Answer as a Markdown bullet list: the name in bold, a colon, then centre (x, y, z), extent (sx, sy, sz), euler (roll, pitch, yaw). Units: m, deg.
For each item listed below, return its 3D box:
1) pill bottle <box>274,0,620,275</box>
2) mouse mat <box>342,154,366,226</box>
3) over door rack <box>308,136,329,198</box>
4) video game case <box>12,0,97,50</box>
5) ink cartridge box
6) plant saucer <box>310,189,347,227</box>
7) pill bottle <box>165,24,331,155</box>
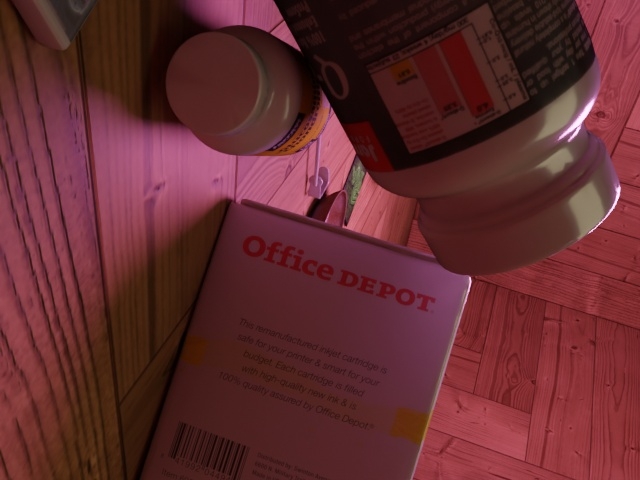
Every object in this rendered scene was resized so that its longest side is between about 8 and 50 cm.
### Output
- **pill bottle**: centre (0.096, -0.165, 0.564), extent (0.363, 0.210, 0.210), euler (60, 31, -18)
- **mouse mat**: centre (0.075, -0.125, 1.506), extent (0.190, 0.007, 0.152), euler (76, 33, -71)
- **over door rack**: centre (0.093, -0.124, 0.971), extent (0.324, 0.239, 0.108), euler (90, 20, -56)
- **video game case**: centre (-0.122, -0.217, 0.328), extent (0.190, 0.022, 0.173), euler (83, 27, -65)
- **ink cartridge box**: centre (-0.015, 0.179, 0.799), extent (0.160, 0.279, 0.385), euler (36, 72, -79)
- **plant saucer**: centre (0.000, 0.000, 1.245), extent (0.198, 0.036, 0.198), euler (18, 90, -79)
- **pill bottle**: centre (-0.057, -0.123, 0.587), extent (0.184, 0.103, 0.103), euler (-28, 134, -75)
